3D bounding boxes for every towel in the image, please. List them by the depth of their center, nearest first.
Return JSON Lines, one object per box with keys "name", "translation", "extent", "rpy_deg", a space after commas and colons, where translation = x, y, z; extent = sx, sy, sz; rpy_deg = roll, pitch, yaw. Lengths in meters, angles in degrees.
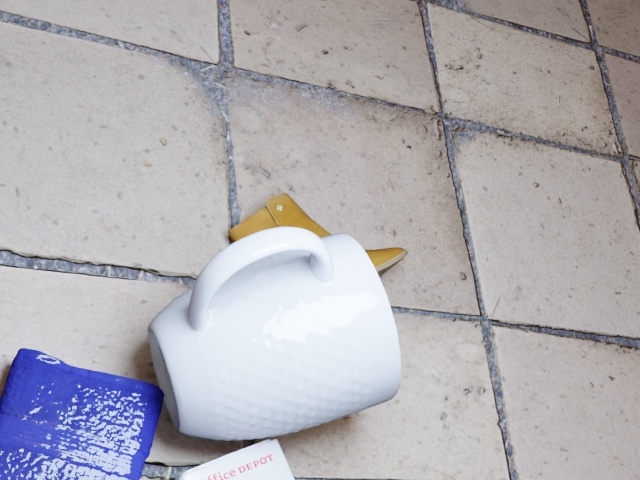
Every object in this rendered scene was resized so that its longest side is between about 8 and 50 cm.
{"name": "towel", "translation": [-0.364, 0.321, 1.510], "extent": [0.227, 0.076, 0.308], "rpy_deg": [19, 54, -11]}

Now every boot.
{"name": "boot", "translation": [-0.001, 0.001, 1.891], "extent": [0.295, 0.104, 0.211], "rpy_deg": [-24, 76, -34]}

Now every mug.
{"name": "mug", "translation": [-0.081, 0.128, 1.594], "extent": [0.328, 0.374, 0.276], "rpy_deg": [-16, 49, -17]}

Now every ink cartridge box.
{"name": "ink cartridge box", "translation": [-0.104, 0.435, 1.567], "extent": [0.172, 0.100, 0.237], "rpy_deg": [-15, 72, -36]}
